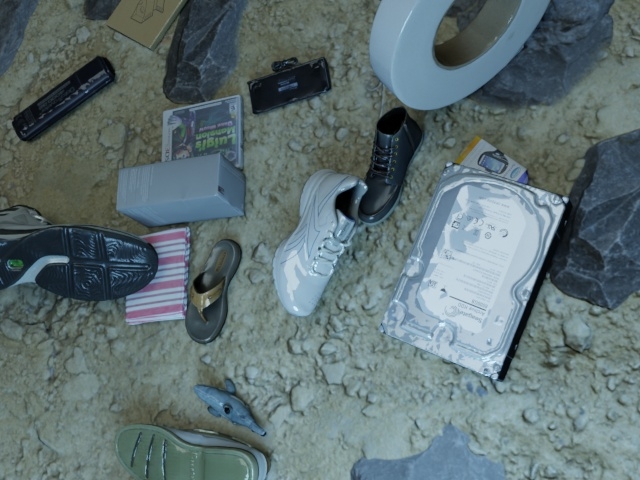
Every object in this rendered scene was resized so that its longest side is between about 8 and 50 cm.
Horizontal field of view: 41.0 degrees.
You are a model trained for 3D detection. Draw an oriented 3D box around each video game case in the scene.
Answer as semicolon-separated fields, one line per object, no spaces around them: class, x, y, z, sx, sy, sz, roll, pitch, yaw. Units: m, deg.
video game case;-0.256;-0.218;1.849;0.191;0.022;0.173;-9;70;19

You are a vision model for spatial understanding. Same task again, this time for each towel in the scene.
towel;-0.337;0.074;1.781;0.144;0.029;0.197;-9;69;22

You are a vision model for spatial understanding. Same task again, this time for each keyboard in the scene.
keyboard;-0.068;-0.338;1.817;0.180;0.023;0.108;-15;74;16

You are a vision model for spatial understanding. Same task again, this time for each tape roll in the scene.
tape roll;0.258;-0.403;1.507;0.392;0.392;0.072;-43;63;3

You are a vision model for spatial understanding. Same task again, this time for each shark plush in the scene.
shark plush;-0.171;0.325;1.605;0.073;0.067;0.161;-46;62;1

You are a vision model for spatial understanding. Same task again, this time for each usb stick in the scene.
usb stick;-0.603;-0.333;2.013;0.278;0.045;0.077;-33;71;8

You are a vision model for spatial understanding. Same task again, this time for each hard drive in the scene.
hard drive;0.271;0.049;1.513;0.237;0.064;0.338;22;87;27

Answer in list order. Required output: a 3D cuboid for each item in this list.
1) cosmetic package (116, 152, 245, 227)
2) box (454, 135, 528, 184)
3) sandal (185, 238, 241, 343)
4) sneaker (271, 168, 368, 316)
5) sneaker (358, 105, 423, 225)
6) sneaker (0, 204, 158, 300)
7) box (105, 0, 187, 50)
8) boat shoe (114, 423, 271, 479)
cosmetic package;-0.285;-0.100;1.763;0.238;0.127;0.107;-9;69;17
box;0.319;-0.126;1.589;0.136;0.028;0.081;41;90;25
sandal;-0.219;0.095;1.706;0.090;0.060;0.219;15;78;25
sneaker;0.000;0.000;1.602;0.129;0.111;0.297;1;72;55
sneaker;0.115;-0.144;1.623;0.083;0.118;0.222;19;80;26
sneaker;-0.553;-0.005;1.801;0.448;0.257;0.169;1;116;-2
box;-0.398;-0.560;2.023;0.164;0.021;0.201;31;86;27
boat shoe;-0.237;0.404;1.585;0.302;0.103;0.113;9;89;23
